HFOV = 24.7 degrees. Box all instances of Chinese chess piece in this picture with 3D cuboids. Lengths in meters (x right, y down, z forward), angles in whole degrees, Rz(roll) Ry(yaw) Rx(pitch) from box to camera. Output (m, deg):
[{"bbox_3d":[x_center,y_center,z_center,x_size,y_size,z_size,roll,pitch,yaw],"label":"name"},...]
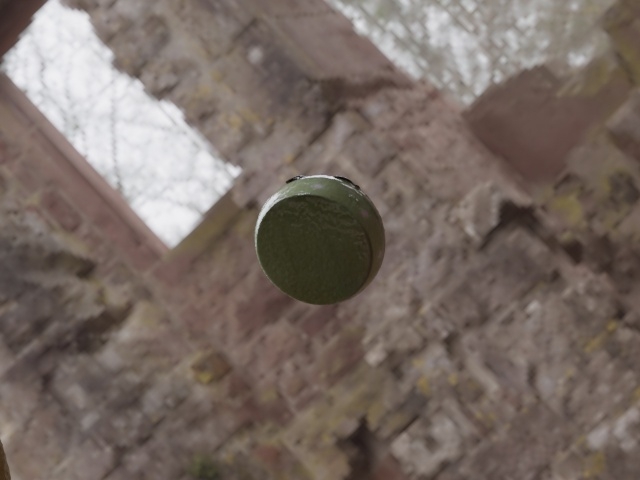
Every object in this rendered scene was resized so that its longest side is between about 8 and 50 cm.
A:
[{"bbox_3d":[0.000,0.000,0.923,0.084,0.084,0.034,-49,1,29],"label":"Chinese chess piece"}]

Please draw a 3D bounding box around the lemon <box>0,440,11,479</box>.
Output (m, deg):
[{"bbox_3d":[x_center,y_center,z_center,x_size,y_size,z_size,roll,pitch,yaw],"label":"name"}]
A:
[{"bbox_3d":[-0.392,0.229,1.224,0.293,0.293,0.293,-42,-10,-9],"label":"lemon"}]
